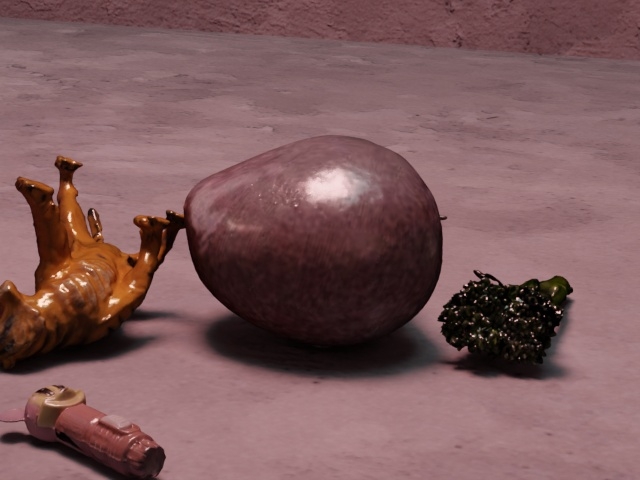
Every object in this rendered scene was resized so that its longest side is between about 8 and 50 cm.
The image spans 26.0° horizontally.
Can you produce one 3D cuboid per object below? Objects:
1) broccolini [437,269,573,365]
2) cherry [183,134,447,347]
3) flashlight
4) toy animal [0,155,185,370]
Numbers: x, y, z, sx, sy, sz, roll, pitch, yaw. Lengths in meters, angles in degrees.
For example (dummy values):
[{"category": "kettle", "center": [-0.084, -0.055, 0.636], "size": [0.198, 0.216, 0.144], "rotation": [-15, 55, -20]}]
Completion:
[{"category": "broccolini", "center": [0.147, 0.054, 0.967], "size": [0.074, 0.058, 0.201], "rotation": [25, 8, 23]}, {"category": "cherry", "center": [-0.001, 0.001, 0.928], "size": [0.176, 0.140, 0.176], "rotation": [-7, 17, 2]}, {"category": "flashlight", "center": [-0.125, 0.100, 0.749], "size": [0.110, 0.031, 0.052], "rotation": [16, 20, 41]}, {"category": "toy animal", "center": [-0.161, 0.015, 0.977], "size": [0.114, 0.116, 0.255], "rotation": [20, 8, -3]}]
